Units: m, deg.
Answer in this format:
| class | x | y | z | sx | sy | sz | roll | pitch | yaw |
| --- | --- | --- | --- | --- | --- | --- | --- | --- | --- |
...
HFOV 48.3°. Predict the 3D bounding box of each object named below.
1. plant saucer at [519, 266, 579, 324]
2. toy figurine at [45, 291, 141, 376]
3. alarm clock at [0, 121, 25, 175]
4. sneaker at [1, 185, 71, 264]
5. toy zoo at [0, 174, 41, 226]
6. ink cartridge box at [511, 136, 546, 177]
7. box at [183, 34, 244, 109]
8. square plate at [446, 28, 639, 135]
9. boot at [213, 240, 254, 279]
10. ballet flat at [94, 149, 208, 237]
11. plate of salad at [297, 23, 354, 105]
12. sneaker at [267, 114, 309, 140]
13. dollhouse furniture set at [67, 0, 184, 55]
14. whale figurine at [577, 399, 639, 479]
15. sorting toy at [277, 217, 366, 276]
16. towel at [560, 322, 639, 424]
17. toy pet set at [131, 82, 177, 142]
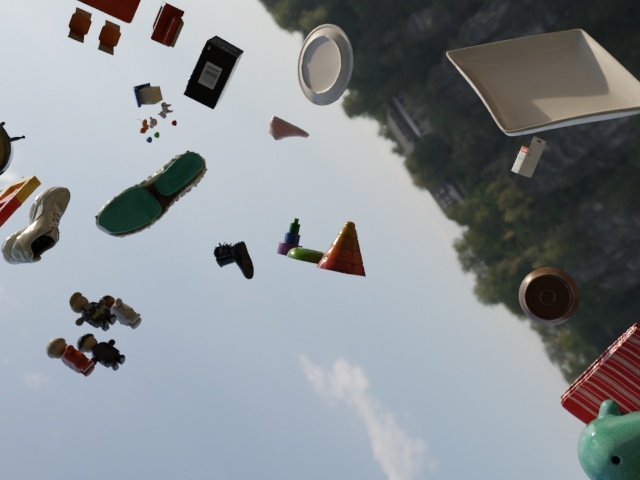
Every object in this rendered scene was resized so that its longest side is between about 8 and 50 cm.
| class | x | y | z | sx | sy | sz | roll | pitch | yaw |
| --- | --- | --- | --- | --- | --- | --- | --- | --- | --- |
| plant saucer | 0.658 | 0.162 | 2.063 | 0.169 | 0.168 | 0.029 | 57 | -161 | 12 |
| toy figurine | -0.611 | 0.246 | 1.928 | 0.148 | 0.210 | 0.213 | 26 | -173 | 18 |
| alarm clock | -0.671 | -0.161 | 1.365 | 0.129 | 0.192 | 0.064 | 41 | 167 | -13 |
| sneaker | -0.742 | -0.036 | 1.948 | 0.263 | 0.120 | 0.099 | -66 | -32 | -29 |
| toy zoo | -0.811 | -0.070 | 1.758 | 0.030 | 0.192 | 0.293 | 58 | -146 | -30 |
| ink cartridge box | 0.606 | -0.245 | 2.074 | 0.062 | 0.115 | 0.029 | 12 | -165 | -37 |
| box | -0.281 | -0.448 | 1.895 | 0.093 | 0.156 | 0.158 | 26 | -161 | -10 |
| square plate | 0.493 | -0.344 | 1.563 | 0.347 | 0.343 | 0.049 | -109 | 10 | -46 |
| boot | -0.250 | 0.059 | 2.046 | 0.045 | 0.099 | 0.121 | -33 | -71 | -61 |
| ballet flat | -0.522 | -0.129 | 2.257 | 0.147 | 0.409 | 0.147 | 39 | 153 | 25 |
| plate of salad | 0.016 | -0.438 | 1.792 | 0.048 | 0.200 | 0.200 | -5 | -124 | -44 |
| sneaker | -0.104 | -0.334 | 2.233 | 0.134 | 0.070 | 0.051 | 26 | -175 | 9 |
| dollhouse furniture set | -0.472 | -0.577 | 1.756 | 0.259 | 0.262 | 0.135 | 19 | -157 | -26 |
| whale figurine | 0.703 | 0.450 | 1.588 | 0.216 | 0.272 | 0.141 | 57 | -161 | 20 |
| sorting toy | 0.000 | 0.000 | 1.791 | 0.127 | 0.126 | 0.365 | 10 | -177 | -30 |
| towel | 0.740 | 0.357 | 1.719 | 0.198 | 0.275 | 0.031 | 39 | -161 | 4 |
| toy pet set | -0.401 | -0.299 | 1.652 | 0.122 | 0.065 | 0.114 | -52 | -41 | -54 |
